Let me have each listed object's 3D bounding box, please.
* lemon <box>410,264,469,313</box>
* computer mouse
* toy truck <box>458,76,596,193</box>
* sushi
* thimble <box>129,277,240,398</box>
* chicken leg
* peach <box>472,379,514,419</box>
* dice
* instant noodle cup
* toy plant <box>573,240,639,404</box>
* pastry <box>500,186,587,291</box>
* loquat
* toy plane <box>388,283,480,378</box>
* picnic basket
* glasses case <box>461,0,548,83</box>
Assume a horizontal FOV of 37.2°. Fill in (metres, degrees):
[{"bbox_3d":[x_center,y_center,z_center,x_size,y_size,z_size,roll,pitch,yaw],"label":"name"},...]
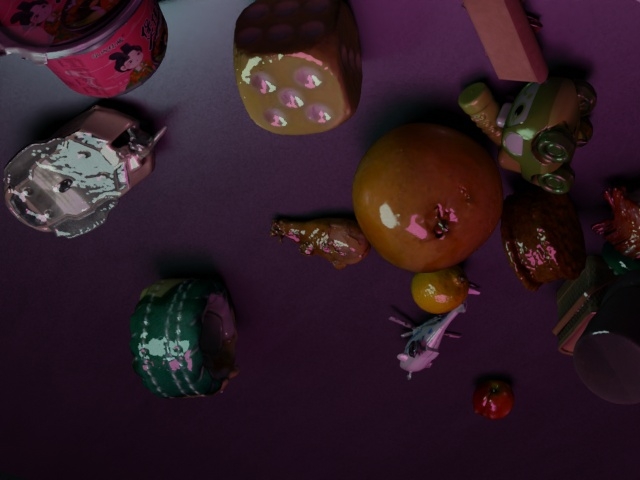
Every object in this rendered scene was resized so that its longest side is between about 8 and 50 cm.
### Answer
[{"bbox_3d":[0.242,0.092,1.917,0.109,0.109,0.133,28,146,-22],"label":"lemon"},{"bbox_3d":[-0.432,-0.145,1.764,0.389,0.115,0.199,-28,119,23],"label":"computer mouse"},{"bbox_3d":[0.344,-0.177,1.557,0.210,0.148,0.187,8,149,36],"label":"toy truck"},{"bbox_3d":[0.657,-0.029,1.676,0.332,0.130,0.124,3,122,0],"label":"sushi"},{"bbox_3d":[-0.286,0.216,2.053,0.167,0.254,0.288,-3,142,15],"label":"thimble"},{"bbox_3d":[0.000,-0.003,1.878,0.207,0.085,0.101,9,153,13],"label":"chicken leg"},{"bbox_3d":[0.409,0.378,2.244,0.100,0.101,0.101,5,141,4],"label":"peach"},{"bbox_3d":[-0.032,-0.277,1.476,0.169,0.166,0.169,-4,140,15],"label":"dice"},{"bbox_3d":[-0.341,-0.332,1.431,0.302,0.258,0.181,-28,151,0],"label":"instant noodle cup"},{"bbox_3d":[0.592,0.121,1.695,0.279,0.400,0.185,29,131,26],"label":"toy plant"},{"bbox_3d":[0.399,-0.008,1.702,0.103,0.189,0.189,-18,134,32],"label":"pastry"},{"bbox_3d":[0.182,-0.078,1.633,0.263,0.263,0.263,5,141,4],"label":"loquat"},{"bbox_3d":[0.257,0.203,2.053,0.182,0.107,0.273,31,132,-32],"label":"toy plane"},{"bbox_3d":[0.610,0.153,1.893,0.266,0.139,0.165,14,141,-6],"label":"picnic basket"},{"bbox_3d":[0.278,-0.329,1.446,0.102,0.070,0.193,14,153,41],"label":"glasses case"}]
